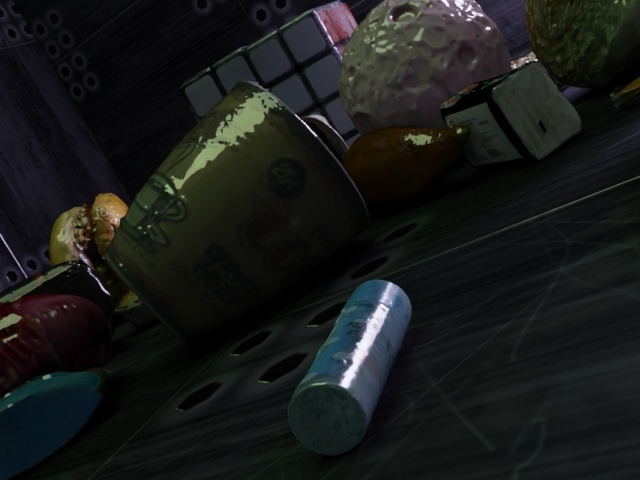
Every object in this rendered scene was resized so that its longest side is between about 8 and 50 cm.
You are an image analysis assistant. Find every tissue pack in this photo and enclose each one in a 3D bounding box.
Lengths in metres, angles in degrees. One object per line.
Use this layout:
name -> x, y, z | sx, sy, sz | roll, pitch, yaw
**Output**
tissue pack -> 0.220, -0.146, 0.965 | 0.090, 0.103, 0.170 | -38, 10, -10

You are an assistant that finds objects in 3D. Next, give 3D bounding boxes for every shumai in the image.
shumai -> 0.450, -0.359, 1.105 | 0.263, 0.309, 0.304 | -1, 35, -18

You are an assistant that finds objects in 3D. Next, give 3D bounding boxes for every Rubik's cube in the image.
Rubik's cube -> -0.038, -0.280, 1.738 | 0.337, 0.344, 0.344 | -27, 9, 18

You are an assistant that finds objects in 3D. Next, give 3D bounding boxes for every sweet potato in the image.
sweet potato -> 0.086, -0.097, 1.092 | 0.112, 0.112, 0.359 | -34, 8, -27

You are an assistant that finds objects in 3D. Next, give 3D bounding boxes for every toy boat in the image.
toy boat -> -0.296, 0.183, 0.820 | 0.185, 0.075, 0.077 | -31, 17, -28

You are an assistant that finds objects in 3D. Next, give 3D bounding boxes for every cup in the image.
cup -> -0.113, -0.013, 0.970 | 0.257, 0.227, 0.301 | -40, -8, -8

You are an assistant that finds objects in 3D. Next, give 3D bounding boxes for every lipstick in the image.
lipstick -> 0.023, 0.075, 0.518 | 0.048, 0.048, 0.158 | -26, 10, 22

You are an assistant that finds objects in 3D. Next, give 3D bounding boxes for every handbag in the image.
handbag -> -0.410, 0.136, 1.197 | 0.215, 0.155, 0.169 | -33, -4, -18

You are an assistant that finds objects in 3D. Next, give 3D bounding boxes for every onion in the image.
onion -> -0.359, 0.132, 0.938 | 0.230, 0.163, 0.230 | -30, -12, -7

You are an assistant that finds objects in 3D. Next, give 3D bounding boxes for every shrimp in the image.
shrimp -> 0.395, -0.203, 0.949 | 0.166, 0.049, 0.161 | -37, 11, -2

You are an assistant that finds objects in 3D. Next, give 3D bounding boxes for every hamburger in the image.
hamburger -> -0.403, 0.033, 1.522 | 0.163, 0.244, 0.244 | -31, 9, -2

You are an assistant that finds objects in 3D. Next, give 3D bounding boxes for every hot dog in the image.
hot dog -> -0.202, 0.053, 1.259 | 0.268, 0.075, 0.144 | -30, 11, 14

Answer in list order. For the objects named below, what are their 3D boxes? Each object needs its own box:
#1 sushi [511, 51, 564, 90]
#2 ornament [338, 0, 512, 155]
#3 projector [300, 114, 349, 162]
sushi -> 0.328, -0.254, 1.303 | 0.150, 0.078, 0.090 | -28, 9, 0
ornament -> 0.147, -0.232, 1.193 | 0.225, 0.259, 0.259 | -45, 14, -20
projector -> -0.060, -0.102, 1.400 | 0.242, 0.163, 0.177 | -27, 10, 30
